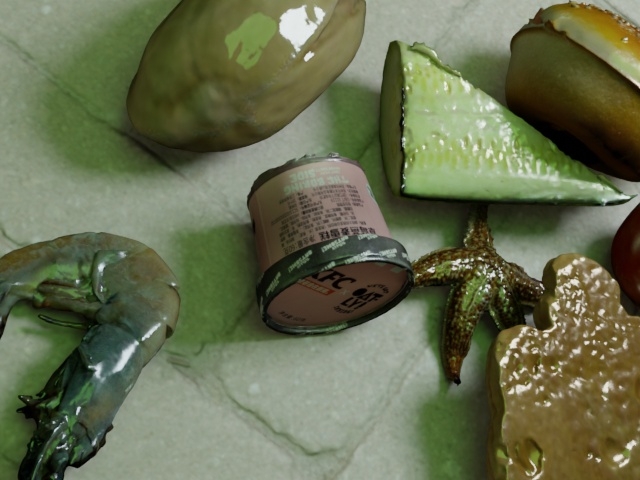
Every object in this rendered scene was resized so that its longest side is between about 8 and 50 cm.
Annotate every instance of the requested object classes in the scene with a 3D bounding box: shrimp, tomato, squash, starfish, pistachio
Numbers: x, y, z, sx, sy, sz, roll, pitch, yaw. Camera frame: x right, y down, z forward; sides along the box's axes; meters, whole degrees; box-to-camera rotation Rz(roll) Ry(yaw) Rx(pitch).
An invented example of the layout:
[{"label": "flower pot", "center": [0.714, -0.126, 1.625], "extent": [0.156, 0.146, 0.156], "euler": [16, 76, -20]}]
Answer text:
[{"label": "shrimp", "center": [-0.246, 0.095, 1.753], "extent": [0.178, 0.075, 0.289], "euler": [29, 62, 3]}, {"label": "tomato", "center": [0.354, 0.021, 1.991], "extent": [0.159, 0.091, 0.139], "euler": [22, 64, -45]}, {"label": "squash", "center": [0.190, -0.113, 1.977], "extent": [0.252, 0.093, 0.169], "euler": [1, 79, -13]}, {"label": "starfish", "center": [0.163, 0.035, 1.934], "extent": [0.213, 0.057, 0.238], "euler": [13, 65, -22]}, {"label": "pistachio", "center": [-0.070, -0.192, 1.891], "extent": [0.293, 0.181, 0.162], "euler": [-46, 125, -26]}]

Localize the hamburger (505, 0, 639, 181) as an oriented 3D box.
[{"label": "hamburger", "center": [0.293, -0.154, 1.971], "extent": [0.237, 0.237, 0.147], "euler": [33, 85, -4]}]

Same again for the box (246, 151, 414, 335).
[{"label": "box", "center": [0.000, 0.000, 1.842], "extent": [0.151, 0.151, 0.135], "euler": [-6, 61, -22]}]

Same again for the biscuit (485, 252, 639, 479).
[{"label": "biscuit", "center": [0.271, 0.198, 1.879], "extent": [0.269, 0.051, 0.376], "euler": [-3, 79, -31]}]
